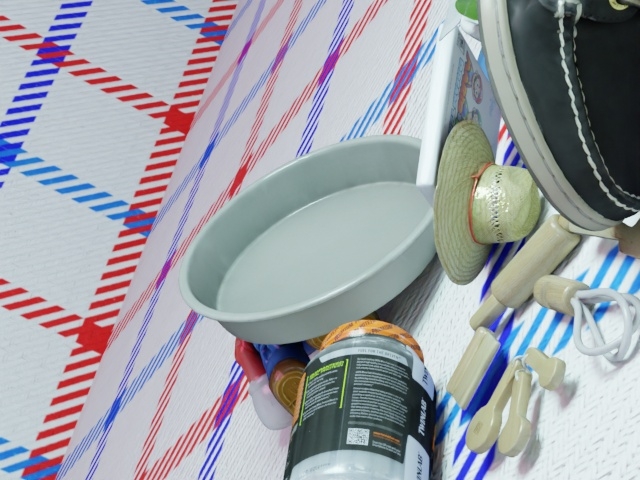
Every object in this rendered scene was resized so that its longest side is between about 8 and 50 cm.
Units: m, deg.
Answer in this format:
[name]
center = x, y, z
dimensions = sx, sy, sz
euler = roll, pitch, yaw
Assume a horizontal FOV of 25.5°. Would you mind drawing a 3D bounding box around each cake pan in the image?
[cake pan]
center = 0.000, 0.000, 1.407
dimensions = 0.293, 0.054, 0.293
euler = -22, 29, 13

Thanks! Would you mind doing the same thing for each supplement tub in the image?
[supplement tub]
center = 0.034, 0.159, 1.133
dimensions = 0.117, 0.117, 0.190
euler = -52, 17, 36

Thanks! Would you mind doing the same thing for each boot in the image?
[boot]
center = 0.250, -0.212, 0.909
dimensions = 0.284, 0.138, 0.377
euler = -13, 73, 37

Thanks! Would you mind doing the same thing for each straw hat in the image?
[straw hat]
center = 0.149, -0.030, 1.177
dimensions = 0.061, 0.144, 0.144
euler = 1, 55, 30

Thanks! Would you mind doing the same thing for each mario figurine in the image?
[mario figurine]
center = -0.013, 0.078, 1.525
dimensions = 0.198, 0.170, 0.320
euler = -27, 26, -6

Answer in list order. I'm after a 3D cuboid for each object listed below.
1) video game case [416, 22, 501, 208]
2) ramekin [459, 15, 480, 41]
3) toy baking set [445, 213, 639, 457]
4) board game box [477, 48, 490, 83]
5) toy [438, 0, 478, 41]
[video game case]
center = 0.123, -0.085, 1.225
dimensions = 0.019, 0.143, 0.157
euler = -2, 64, 25
[ramekin]
center = 0.238, -0.260, 1.172
dimensions = 0.273, 0.127, 0.273
euler = -55, 16, 25
[toy baking set]
center = 0.174, 0.053, 1.028
dimensions = 0.256, 0.030, 0.196
euler = -54, 19, 29
[board game box]
center = 0.201, -0.203, 1.393
dimensions = 0.169, 0.033, 0.133
euler = 152, 139, -74
[toy]
center = 0.155, -0.279, 1.110
dimensions = 0.137, 0.056, 0.237
euler = 137, 150, -69
